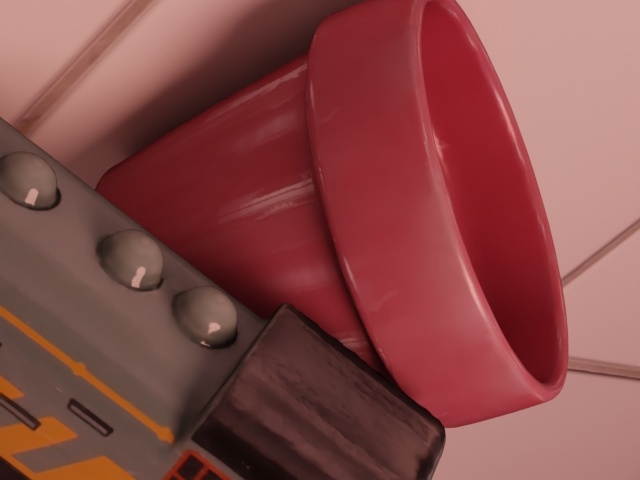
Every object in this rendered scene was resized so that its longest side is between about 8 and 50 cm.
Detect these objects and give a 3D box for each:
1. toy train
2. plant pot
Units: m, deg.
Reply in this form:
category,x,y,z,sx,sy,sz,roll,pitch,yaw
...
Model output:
category,x,y,z,sx,sy,sz,roll,pitch,yaw
toy train,-0.109,0.067,0.680,0.190,0.334,0.142,-52,180,30
plant pot,0.000,0.000,0.770,0.180,0.201,0.201,-16,156,19
